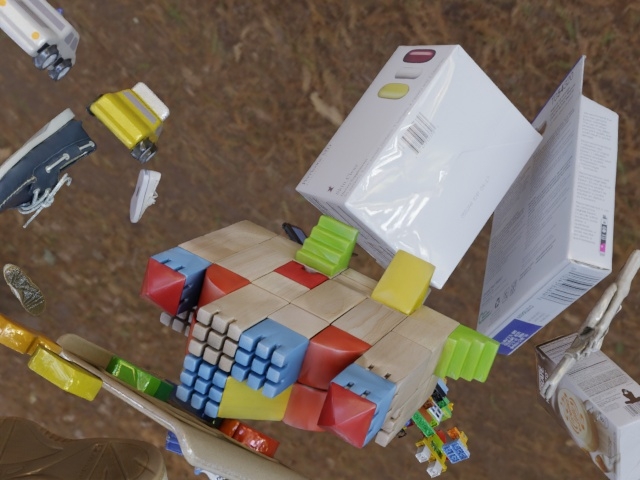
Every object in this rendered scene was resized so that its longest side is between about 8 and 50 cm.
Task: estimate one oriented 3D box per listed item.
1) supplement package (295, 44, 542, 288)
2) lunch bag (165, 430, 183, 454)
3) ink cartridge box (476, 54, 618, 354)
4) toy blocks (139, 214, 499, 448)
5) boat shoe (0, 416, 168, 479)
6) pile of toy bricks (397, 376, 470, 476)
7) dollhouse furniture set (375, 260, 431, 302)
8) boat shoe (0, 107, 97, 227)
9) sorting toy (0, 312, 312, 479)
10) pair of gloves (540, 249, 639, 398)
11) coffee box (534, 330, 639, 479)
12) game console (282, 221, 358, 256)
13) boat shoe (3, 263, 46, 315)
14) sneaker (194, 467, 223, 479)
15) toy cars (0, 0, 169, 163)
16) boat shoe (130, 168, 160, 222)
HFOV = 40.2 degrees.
[{"bbox_3d":[0.136,-0.106,1.211,0.204,0.262,0.145,40,170,-29],"label":"supplement package"},{"bbox_3d":[-0.171,0.277,1.228,0.098,0.065,0.067,8,176,28],"label":"lunch bag"},{"bbox_3d":[0.325,-0.039,1.260,0.071,0.330,0.324,17,153,-4],"label":"ink cartridge box"},{"bbox_3d":[-0.038,0.101,0.907,0.381,0.261,0.191,26,113,20],"label":"toy blocks"},{"bbox_3d":[-0.349,0.310,1.103,0.341,0.122,0.110,4,126,19],"label":"boat shoe"},{"bbox_3d":[0.167,0.250,1.365,0.118,0.105,0.212,-31,100,32],"label":"pile of toy bricks"},{"bbox_3d":[0.125,0.068,1.525,0.101,0.161,0.182,39,144,-2],"label":"dollhouse furniture set"},{"bbox_3d":[-0.376,-0.084,1.149,0.095,0.254,0.079,-33,110,28],"label":"boat shoe"},{"bbox_3d":[-0.150,0.148,0.818,0.229,0.041,0.307,25,170,41],"label":"sorting toy"},{"bbox_3d":[0.441,0.144,1.403,0.042,0.204,0.240,34,150,17],"label":"pair of gloves"},{"bbox_3d":[0.483,0.288,1.528,0.246,0.098,0.141,-128,23,-57],"label":"coffee box"},{"bbox_3d":[0.000,0.000,1.540,0.107,0.071,0.122,56,-172,12],"label":"game console"},{"bbox_3d":[-0.635,0.102,1.875,0.045,0.050,0.135,34,150,50],"label":"boat shoe"},{"bbox_3d":[-0.259,0.593,2.226,0.135,0.058,0.052,17,161,5],"label":"sneaker"},{"bbox_3d":[-0.311,-0.227,1.196,0.176,0.087,0.394,42,176,36],"label":"toy cars"},{"bbox_3d":[-0.269,-0.067,1.350,0.035,0.035,0.100,3,128,-28],"label":"boat shoe"}]
